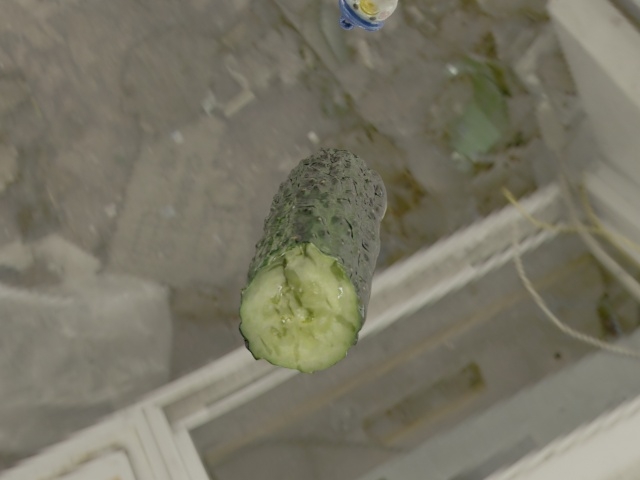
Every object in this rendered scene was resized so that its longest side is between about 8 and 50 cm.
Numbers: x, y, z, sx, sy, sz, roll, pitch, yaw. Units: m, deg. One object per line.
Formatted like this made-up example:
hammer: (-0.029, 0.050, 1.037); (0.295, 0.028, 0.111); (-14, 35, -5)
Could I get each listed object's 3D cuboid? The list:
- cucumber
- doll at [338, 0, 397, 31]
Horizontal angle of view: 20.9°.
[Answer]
cucumber: (0.001, 0.000, 0.779); (0.058, 0.187, 0.058); (1, 108, 4)
doll: (0.056, -0.208, 1.345); (0.099, 0.057, 0.143); (32, 135, -17)
